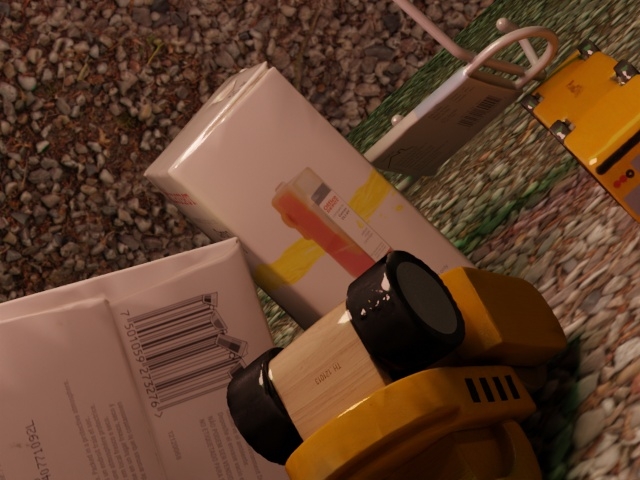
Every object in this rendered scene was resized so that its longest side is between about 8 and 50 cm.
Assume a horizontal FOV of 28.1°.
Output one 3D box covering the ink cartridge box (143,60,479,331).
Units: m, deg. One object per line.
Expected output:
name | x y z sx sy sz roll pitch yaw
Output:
ink cartridge box | 0.000 0.000 1.428 0.160 0.385 0.279 -47 11 -8

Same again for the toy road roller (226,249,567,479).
toy road roller | 0.100 0.168 1.105 0.202 0.240 0.330 -40 -24 25

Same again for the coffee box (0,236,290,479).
coffee box | -0.227 0.218 1.264 0.338 0.337 0.334 -17 -2 -22

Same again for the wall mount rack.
wall mount rack | 0.096 -0.188 1.522 0.304 0.130 0.350 8 -40 -45

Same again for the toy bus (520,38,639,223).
toy bus | 0.318 -0.124 1.391 0.108 0.130 0.332 -44 12 10
